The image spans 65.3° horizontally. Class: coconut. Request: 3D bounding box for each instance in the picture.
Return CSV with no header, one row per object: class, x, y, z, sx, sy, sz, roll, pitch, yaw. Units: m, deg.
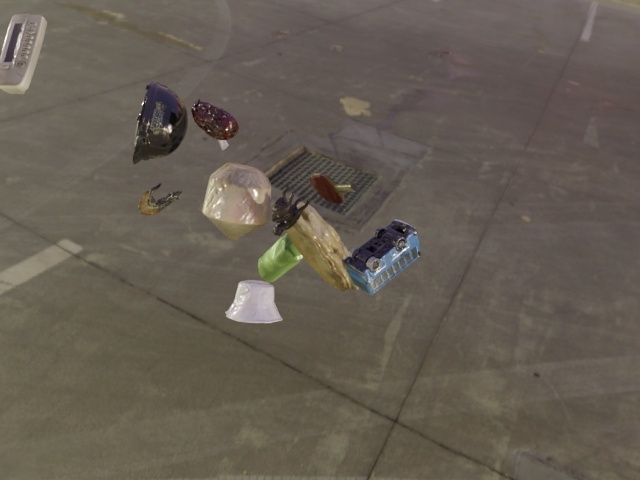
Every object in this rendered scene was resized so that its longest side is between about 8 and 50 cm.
coconut,-0.341,-0.152,2.060,0.329,0.328,0.328,7,36,-5

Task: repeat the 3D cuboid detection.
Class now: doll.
doll,-0.110,-0.087,1.632,0.057,0.165,0.139,41,11,29

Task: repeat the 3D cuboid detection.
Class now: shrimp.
shrimp,-0.742,-0.199,2.306,0.217,0.150,0.051,-35,58,-26

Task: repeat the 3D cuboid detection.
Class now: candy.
candy,-0.175,0.077,2.200,0.132,0.343,0.142,48,56,-2

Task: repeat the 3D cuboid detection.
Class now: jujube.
jujube,-0.331,-0.370,1.557,0.166,0.104,0.104,33,41,23

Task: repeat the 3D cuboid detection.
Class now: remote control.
remote control,-0.801,-0.502,1.342,0.090,0.049,0.230,3,74,6

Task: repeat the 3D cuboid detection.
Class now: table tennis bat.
table tennis bat,0.042,-0.172,1.646,0.022,0.131,0.234,-47,25,-20

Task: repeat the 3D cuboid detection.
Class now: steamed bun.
steamed bun,0.000,0.000,1.935,0.247,0.428,0.189,-3,42,55

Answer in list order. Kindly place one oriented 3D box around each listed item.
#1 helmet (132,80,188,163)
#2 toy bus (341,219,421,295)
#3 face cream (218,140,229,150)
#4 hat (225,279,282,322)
helmet,-0.527,-0.376,1.661,0.160,0.278,0.230,9,-2,-20
toy bus,0.198,0.051,1.555,0.234,0.133,0.116,-36,35,-18
face cream,-0.359,-0.373,1.772,0.020,0.115,0.038,13,50,33
hat,-0.222,0.204,1.706,0.203,0.126,0.203,8,1,0
